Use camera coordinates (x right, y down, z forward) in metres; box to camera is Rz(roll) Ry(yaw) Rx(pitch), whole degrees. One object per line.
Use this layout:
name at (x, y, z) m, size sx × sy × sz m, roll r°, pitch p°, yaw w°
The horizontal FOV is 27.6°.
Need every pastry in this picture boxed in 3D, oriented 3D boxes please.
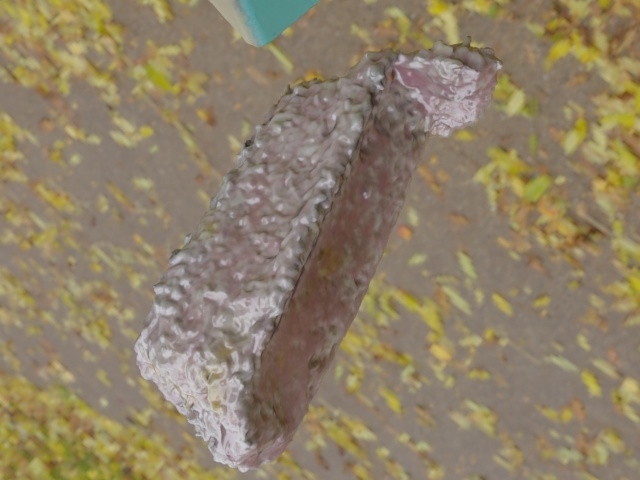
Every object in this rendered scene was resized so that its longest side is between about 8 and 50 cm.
pastry at (-0.009, -0.007, 0.720) m, size 0.112 × 0.265 × 0.103 m, roll 27°, pitch 162°, yaw 29°

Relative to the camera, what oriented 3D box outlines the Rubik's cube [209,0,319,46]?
Rubik's cube at (-0.034, -0.202, 0.487) m, size 0.265 × 0.224 × 0.213 m, roll -4°, pitch 167°, yaw 6°
